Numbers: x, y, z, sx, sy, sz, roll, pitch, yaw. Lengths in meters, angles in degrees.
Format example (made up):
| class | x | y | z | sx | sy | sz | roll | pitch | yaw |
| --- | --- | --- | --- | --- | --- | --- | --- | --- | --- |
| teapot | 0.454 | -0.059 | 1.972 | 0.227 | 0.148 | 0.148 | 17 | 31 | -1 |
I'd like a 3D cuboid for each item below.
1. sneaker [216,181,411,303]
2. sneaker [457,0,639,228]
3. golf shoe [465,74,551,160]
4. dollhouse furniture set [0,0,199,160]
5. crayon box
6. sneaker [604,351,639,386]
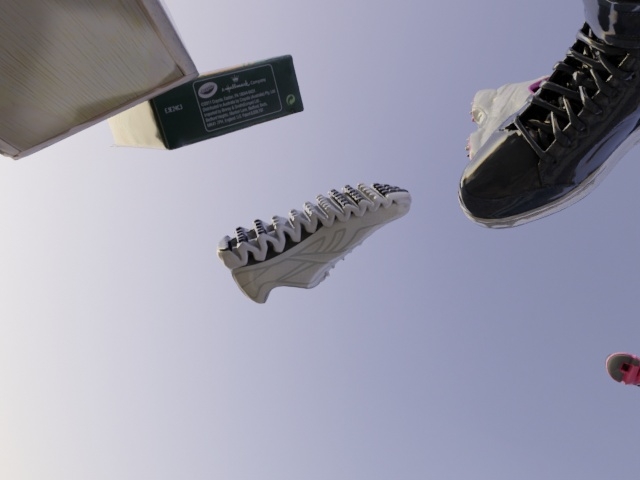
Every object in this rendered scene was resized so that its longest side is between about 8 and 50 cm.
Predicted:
| class | x | y | z | sx | sy | sz | roll | pitch | yaw |
| --- | --- | --- | --- | --- | --- | --- | --- | --- | --- |
| sneaker | 0.000 | 0.000 | 0.817 | 0.110 | 0.292 | 0.118 | -106 | 175 | -71 |
| sneaker | 0.153 | -0.109 | 0.322 | 0.226 | 0.163 | 0.086 | -38 | -129 | 19 |
| golf shoe | 0.302 | -0.151 | 0.836 | 0.140 | 0.306 | 0.115 | -18 | -49 | 34 |
| dollhouse furniture set | -0.256 | -0.289 | 0.340 | 0.256 | 0.362 | 0.393 | 73 | -9 | -76 |
| crayon box | -0.198 | -0.203 | 0.828 | 0.323 | 0.203 | 0.083 | 15 | -57 | 56 |
| sneaker | 0.418 | 0.173 | 0.695 | 0.120 | 0.057 | 0.047 | 25 | -91 | 14 |
